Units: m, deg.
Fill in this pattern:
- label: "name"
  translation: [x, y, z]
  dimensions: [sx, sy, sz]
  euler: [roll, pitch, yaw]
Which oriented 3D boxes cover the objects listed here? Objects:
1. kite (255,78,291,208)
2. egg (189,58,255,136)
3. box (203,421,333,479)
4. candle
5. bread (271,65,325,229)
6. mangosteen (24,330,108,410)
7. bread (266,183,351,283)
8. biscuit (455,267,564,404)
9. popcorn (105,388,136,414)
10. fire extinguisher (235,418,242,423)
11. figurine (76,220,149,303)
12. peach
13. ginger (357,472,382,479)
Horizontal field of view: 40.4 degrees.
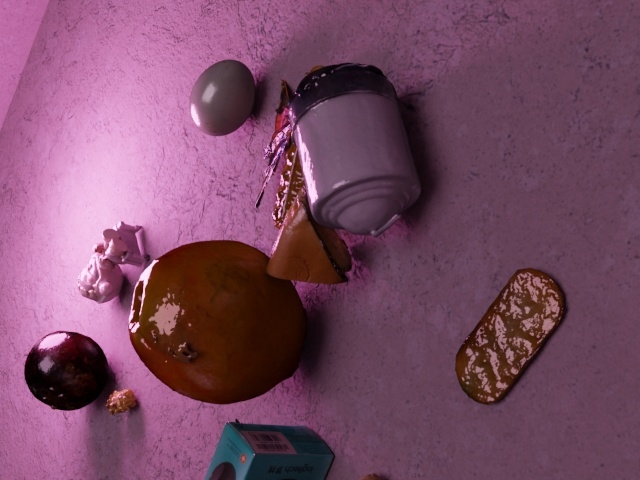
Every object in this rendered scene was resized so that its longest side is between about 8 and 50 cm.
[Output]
- label: "kite"
  translation: [-0.095, -0.235, 1.930]
  dimensions: [0.234, 0.016, 0.321]
  euler: [149, 133, -68]
- label: "egg"
  translation: [-0.232, -0.339, 2.075]
  dimensions: [0.192, 0.149, 0.149]
  euler: [-56, 44, 20]
- label: "box"
  translation: [-0.128, 0.516, 1.694]
  dimensions: [0.118, 0.205, 0.311]
  euler: [35, 107, 51]
- label: "candle"
  translation: [0.065, -0.145, 1.619]
  dimensions: [0.221, 0.221, 0.343]
  euler: [-33, 58, 41]
- label: "bread"
  translation: [-0.031, -0.192, 1.858]
  dimensions: [0.077, 0.084, 0.368]
  euler: [12, -89, -85]
- label: "mangosteen"
  translation: [-0.701, 0.338, 2.435]
  dimensions: [0.231, 0.231, 0.289]
  euler: [-54, 19, 26]
- label: "bread"
  translation: [0.000, 0.000, 1.680]
  dimensions: [0.140, 0.160, 0.169]
  euler: [-78, 11, -63]
- label: "biscuit"
  translation: [0.302, 0.157, 1.409]
  dimensions: [0.118, 0.029, 0.247]
  euler: [49, 118, 37]
- label: "popcorn"
  translation: [-0.525, 0.425, 2.289]
  dimensions: [0.082, 0.083, 0.057]
  euler: [-15, 97, 25]
- label: "fire extinguisher"
  translation: [-0.131, 0.437, 1.842]
  dimensions: [0.158, 0.043, 0.064]
  euler: [31, 147, 50]
- label: "figurine"
  translation: [-0.591, 0.074, 2.424]
  dimensions: [0.257, 0.144, 0.182]
  euler: [-47, 69, 29]
- label: "peach"
  translation: [-0.195, 0.156, 1.742]
  dimensions: [0.372, 0.372, 0.290]
  euler: [48, 119, 45]
- label: "ginger"
  translation: [0.116, 0.468, 1.521]
  dimensions: [0.190, 0.069, 0.095]
  euler: [5, 63, 51]
